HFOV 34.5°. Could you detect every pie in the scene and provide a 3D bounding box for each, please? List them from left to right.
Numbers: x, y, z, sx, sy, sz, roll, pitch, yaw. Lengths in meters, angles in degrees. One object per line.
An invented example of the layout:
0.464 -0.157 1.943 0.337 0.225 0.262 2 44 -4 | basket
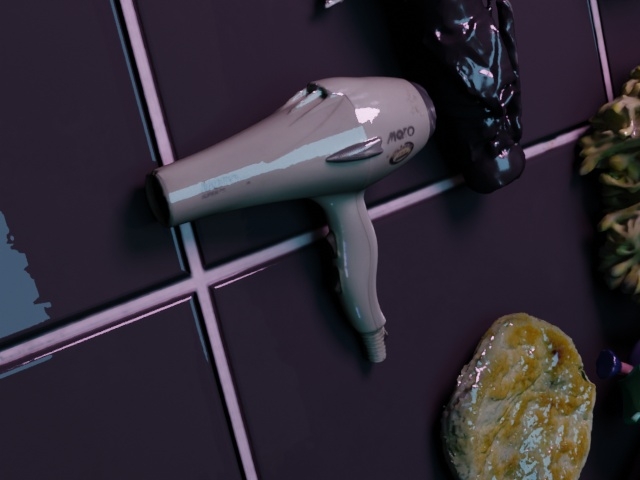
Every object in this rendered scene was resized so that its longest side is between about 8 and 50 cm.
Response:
0.176 0.157 0.911 0.187 0.041 0.186 -1 91 -37 | pie

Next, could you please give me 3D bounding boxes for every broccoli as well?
0.372 -0.077 0.934 0.248 0.245 0.288 -6 95 -8 | broccoli

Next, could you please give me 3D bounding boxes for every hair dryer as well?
-0.025 -0.013 0.747 0.219 0.088 0.224 1 105 -31 | hair dryer

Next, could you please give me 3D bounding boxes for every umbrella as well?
0.102 -0.206 0.810 0.106 0.113 0.357 -25 113 -7 | umbrella

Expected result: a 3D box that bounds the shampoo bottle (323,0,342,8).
-0.016 -0.240 0.760 0.049 0.034 0.141 -47 119 -34 | shampoo bottle

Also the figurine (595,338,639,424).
0.363 0.115 0.975 0.195 0.102 0.111 -32 129 -10 | figurine
